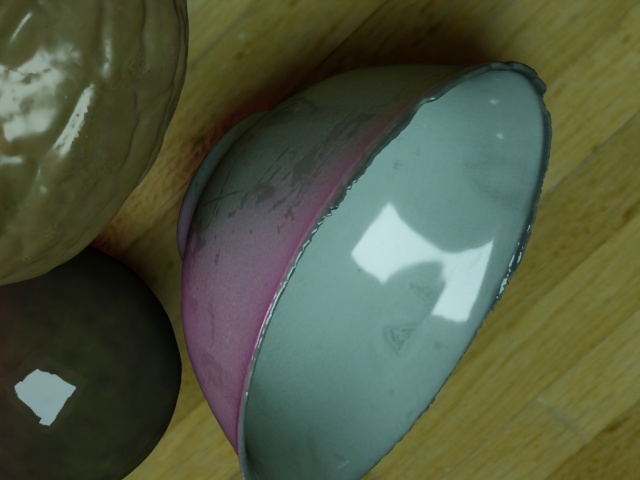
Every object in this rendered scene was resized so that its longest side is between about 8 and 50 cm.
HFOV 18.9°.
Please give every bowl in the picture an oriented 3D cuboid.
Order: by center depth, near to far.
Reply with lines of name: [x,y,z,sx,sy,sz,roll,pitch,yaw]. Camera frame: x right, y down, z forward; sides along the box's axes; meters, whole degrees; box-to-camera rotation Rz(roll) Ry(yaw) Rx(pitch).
bowl: [0.000,0.000,1.199,0.313,0.146,0.313,-41,150,-31]

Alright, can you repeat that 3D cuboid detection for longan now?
longan: [-0.191,0.079,1.220,0.204,0.159,0.185,30,118,-22]

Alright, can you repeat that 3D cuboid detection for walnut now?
walnut: [-0.189,-0.099,1.090,0.225,0.225,0.261,24,114,-23]
